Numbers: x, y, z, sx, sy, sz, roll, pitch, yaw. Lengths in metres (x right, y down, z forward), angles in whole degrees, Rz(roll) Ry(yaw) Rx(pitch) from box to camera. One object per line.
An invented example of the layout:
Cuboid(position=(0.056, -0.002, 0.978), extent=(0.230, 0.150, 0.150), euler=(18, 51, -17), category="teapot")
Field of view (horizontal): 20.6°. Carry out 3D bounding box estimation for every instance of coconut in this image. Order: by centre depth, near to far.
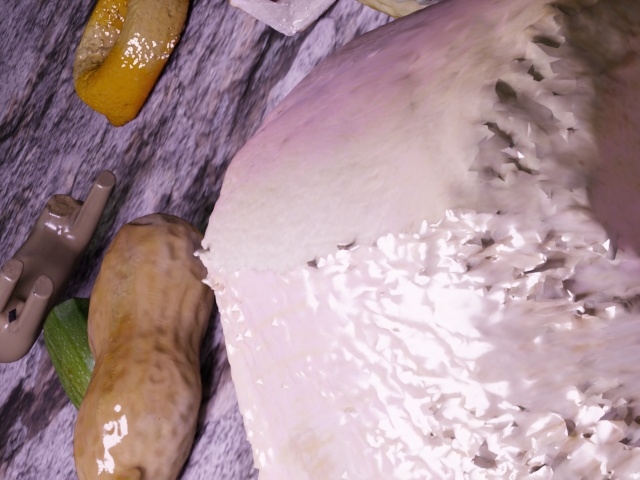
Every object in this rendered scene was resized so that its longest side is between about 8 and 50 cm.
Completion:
Cuboid(position=(0.105, 0.034, 0.740), extent=(0.309, 0.297, 0.298), euler=(-23, 50, 57), category="coconut")

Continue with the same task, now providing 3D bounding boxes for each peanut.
Cuboid(position=(-0.141, 0.099, 1.421), extent=(0.117, 0.101, 0.263), euler=(112, 163, -58), category="peanut")

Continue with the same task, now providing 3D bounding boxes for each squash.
Cuboid(position=(-0.203, 0.104, 1.567), extent=(0.068, 0.077, 0.219), euler=(-56, 24, 6), category="squash")

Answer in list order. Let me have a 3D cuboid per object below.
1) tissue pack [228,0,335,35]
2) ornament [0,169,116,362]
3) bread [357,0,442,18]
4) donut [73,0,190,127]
Cuboid(position=(0.000, -0.308, 1.477), extent=(0.183, 0.092, 0.226), euler=(-45, 31, 40), category="tissue pack")
Cuboid(position=(-0.267, 0.020, 1.715), extent=(0.245, 0.061, 0.230), euler=(-53, 9, 54), category="ornament")
Cuboid(position=(0.026, -0.319, 1.096), extent=(0.239, 0.264, 0.395), euler=(-61, -1, -6), category="bread")
Cuboid(position=(-0.201, -0.209, 1.829), extent=(0.178, 0.065, 0.162), euler=(-60, 26, 15), category="donut")
